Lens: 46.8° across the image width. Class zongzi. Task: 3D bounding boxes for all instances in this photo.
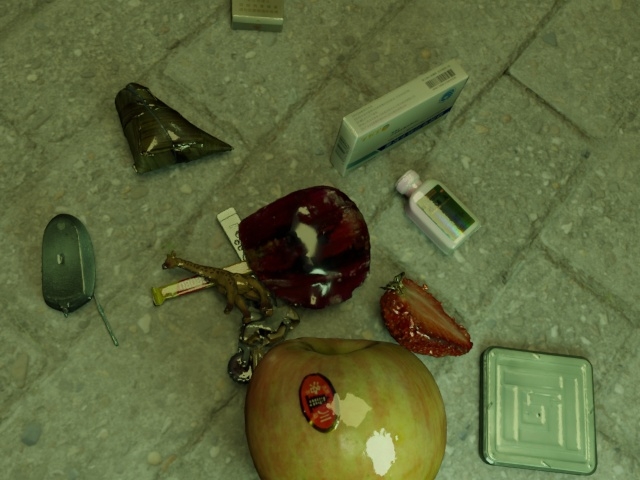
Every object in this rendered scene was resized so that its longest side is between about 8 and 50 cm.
[{"bbox_3d":[-0.351,-0.284,1.757,0.242,0.112,0.220,-16,72,-23],"label":"zongzi"}]

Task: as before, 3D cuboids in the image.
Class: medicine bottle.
[{"bbox_3d":[0.277,-0.078,1.802,0.115,0.078,0.219,-41,81,-19],"label":"medicine bottle"}]

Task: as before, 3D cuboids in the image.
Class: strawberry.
[{"bbox_3d":[0.219,0.194,1.683,0.236,0.107,0.175,53,33,10],"label":"strawberry"}]

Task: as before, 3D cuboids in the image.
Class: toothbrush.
[{"bbox_3d":[-0.480,0.158,1.613,0.014,0.011,0.167,-27,76,-13],"label":"toothbrush"}]

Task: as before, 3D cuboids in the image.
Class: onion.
[{"bbox_3d":[0.000,0.000,1.658,0.315,0.146,0.280,-17,64,-28],"label":"onion"}]

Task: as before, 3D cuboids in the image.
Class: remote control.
[{"bbox_3d":[-0.179,0.010,1.718,0.050,0.027,0.184,-29,81,-12],"label":"remote control"}]

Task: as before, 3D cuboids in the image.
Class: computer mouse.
[{"bbox_3d":[-0.547,0.056,1.612,0.113,0.068,0.228,-6,81,7],"label":"computer mouse"}]

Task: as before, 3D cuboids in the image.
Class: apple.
[{"bbox_3d":[0.050,0.365,1.441,0.392,0.391,0.346,-4,94,-12],"label":"apple"}]

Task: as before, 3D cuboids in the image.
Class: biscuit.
[{"bbox_3d":[-0.238,0.084,1.668,0.292,0.026,0.048,-18,80,-11],"label":"biscuit"}]

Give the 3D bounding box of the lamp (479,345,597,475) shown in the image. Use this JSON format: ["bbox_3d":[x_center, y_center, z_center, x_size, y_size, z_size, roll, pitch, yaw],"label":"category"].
[{"bbox_3d":[0.493,0.385,1.681,0.267,0.047,0.268,7,68,-6],"label":"lamp"}]

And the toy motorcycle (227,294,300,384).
[{"bbox_3d":[-0.119,0.211,1.609,0.130,0.094,0.229,15,55,-2],"label":"toy motorcycle"}]

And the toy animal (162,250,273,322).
[{"bbox_3d":[-0.216,0.093,1.606,0.276,0.054,0.149,35,37,27],"label":"toy animal"}]

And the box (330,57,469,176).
[{"bbox_3d":[0.189,-0.299,1.806,0.343,0.200,0.065,-31,75,-19],"label":"box"}]

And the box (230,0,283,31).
[{"bbox_3d":[-0.169,-0.652,1.953,0.141,0.058,0.201,2,68,-9],"label":"box"}]
